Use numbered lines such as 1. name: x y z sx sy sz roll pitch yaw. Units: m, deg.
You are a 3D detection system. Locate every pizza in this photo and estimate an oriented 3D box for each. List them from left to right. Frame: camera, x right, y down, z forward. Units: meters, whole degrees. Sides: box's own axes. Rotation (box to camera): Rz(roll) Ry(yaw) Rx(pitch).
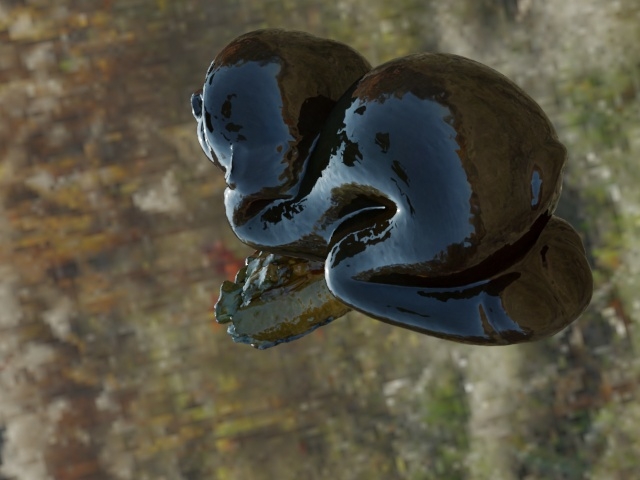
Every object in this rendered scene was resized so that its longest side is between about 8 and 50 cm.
1. pizza: 0.000 0.000 1.336 0.069 0.147 0.226 62 -153 -22

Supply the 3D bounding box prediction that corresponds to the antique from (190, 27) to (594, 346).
1. antique: 0.028 -0.046 0.947 0.257 0.121 0.143 27 146 46
